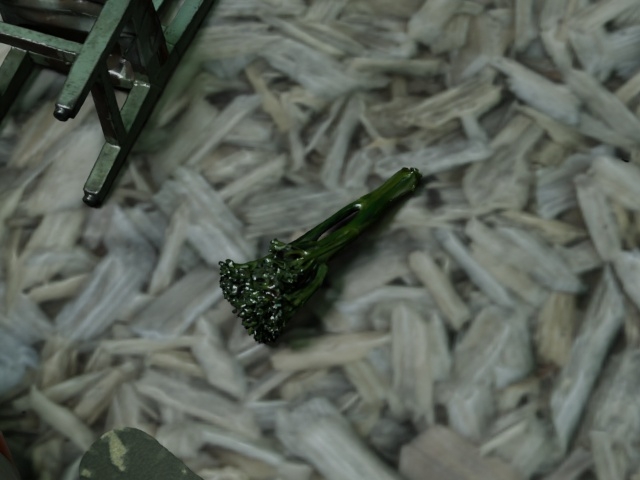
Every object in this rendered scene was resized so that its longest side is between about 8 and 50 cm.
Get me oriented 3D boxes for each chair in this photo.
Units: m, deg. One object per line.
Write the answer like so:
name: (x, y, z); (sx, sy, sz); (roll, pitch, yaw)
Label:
chair: (-0.188, -0.183, 1.553); (0.136, 0.147, 0.270); (18, 62, 16)

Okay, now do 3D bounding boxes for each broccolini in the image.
broccolini: (0.003, -0.006, 1.473); (0.074, 0.058, 0.201); (39, 68, 18)

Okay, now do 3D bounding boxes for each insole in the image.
insole: (-0.072, 0.214, 1.365); (0.248, 0.011, 0.081); (35, 65, 23)

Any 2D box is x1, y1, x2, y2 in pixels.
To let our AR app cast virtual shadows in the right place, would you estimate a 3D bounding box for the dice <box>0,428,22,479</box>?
dice: (-0.389, 0.131, 1.244); (0.304, 0.277, 0.304); (-33, 74, -3)
